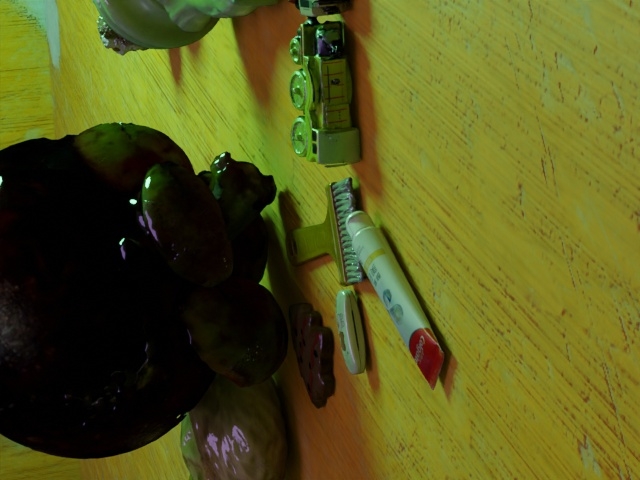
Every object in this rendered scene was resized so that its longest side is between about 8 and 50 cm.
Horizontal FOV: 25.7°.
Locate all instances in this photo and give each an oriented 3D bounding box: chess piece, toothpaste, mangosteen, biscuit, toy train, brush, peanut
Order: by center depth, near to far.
[{"bbox_3d":[0.065,0.045,1.221,0.048,0.031,0.190,103,152,-42],"label":"toothpaste"},{"bbox_3d":[-0.001,-0.196,1.296,0.085,0.053,0.249,20,116,62],"label":"toy train"},{"bbox_3d":[0.000,0.000,1.443,0.272,0.013,0.103,162,100,-74],"label":"brush"},{"bbox_3d":[-0.013,0.118,1.527,0.130,0.019,0.119,-114,24,-45],"label":"biscuit"},{"bbox_3d":[-0.134,-0.319,1.561,0.298,0.176,0.176,-6,92,60],"label":"chess piece"},{"bbox_3d":[-0.246,0.063,1.626,0.381,0.421,0.381,170,90,-85],"label":"mangosteen"},{"bbox_3d":[-0.111,0.242,1.752,0.233,0.110,0.196,117,140,-63],"label":"peanut"}]

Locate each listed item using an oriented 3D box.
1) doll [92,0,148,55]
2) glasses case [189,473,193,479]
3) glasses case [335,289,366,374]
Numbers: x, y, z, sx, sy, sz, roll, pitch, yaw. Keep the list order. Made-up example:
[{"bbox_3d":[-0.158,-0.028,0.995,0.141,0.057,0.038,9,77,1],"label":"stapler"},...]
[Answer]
[{"bbox_3d":[-0.289,-0.373,2.079,0.115,0.105,0.221,-37,54,29],"label":"doll"},{"bbox_3d":[-0.144,0.424,2.028,0.079,0.064,0.234,90,162,-48],"label":"glasses case"},{"bbox_3d":[0.030,0.089,1.366,0.032,0.021,0.083,148,114,-74],"label":"glasses case"}]
